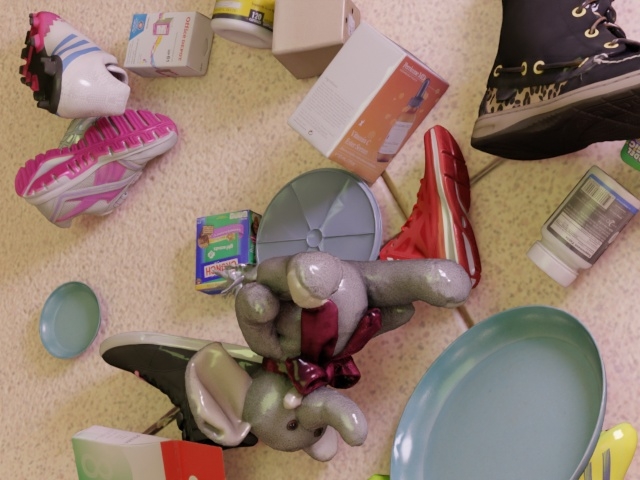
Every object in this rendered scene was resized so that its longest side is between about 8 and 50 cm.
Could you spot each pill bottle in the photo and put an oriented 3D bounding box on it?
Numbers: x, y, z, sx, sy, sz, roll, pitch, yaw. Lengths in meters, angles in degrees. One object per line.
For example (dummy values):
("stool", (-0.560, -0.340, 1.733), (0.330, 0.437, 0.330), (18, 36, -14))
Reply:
("pill bottle", (-0.089, -0.376, 2.074), (0.103, 0.103, 0.184), (10, 83, 34))
("pill bottle", (0.315, -0.015, 1.741), (0.137, 0.078, 0.078), (-51, 57, 11))

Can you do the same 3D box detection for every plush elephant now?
("plush elephant", (-0.016, 0.151, 1.782), (0.330, 0.272, 0.255), (-4, 84, 45))

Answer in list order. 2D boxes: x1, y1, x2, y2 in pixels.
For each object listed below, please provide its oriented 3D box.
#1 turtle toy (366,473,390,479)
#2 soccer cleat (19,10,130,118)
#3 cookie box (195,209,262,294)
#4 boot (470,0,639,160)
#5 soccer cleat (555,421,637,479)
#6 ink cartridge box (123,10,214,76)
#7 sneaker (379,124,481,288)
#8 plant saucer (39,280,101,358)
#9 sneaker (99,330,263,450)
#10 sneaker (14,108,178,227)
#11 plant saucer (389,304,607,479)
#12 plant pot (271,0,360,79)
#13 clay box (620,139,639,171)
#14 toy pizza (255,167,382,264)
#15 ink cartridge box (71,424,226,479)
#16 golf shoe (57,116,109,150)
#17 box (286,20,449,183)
("turtle toy", (0.099, 0.339, 1.782), (0.130, 0.095, 0.066), (34, 75, 33))
("soccer cleat", (-0.375, -0.259, 2.214), (0.331, 0.143, 0.116), (-124, 46, -59))
("cookie box", (-0.129, 0.017, 2.032), (0.092, 0.040, 0.107), (-9, 74, 29))
("boot", (0.332, -0.261, 1.724), (0.377, 0.138, 0.284), (-16, 63, 55))
("soccer cleat", (0.282, 0.338, 1.655), (0.121, 0.093, 0.289), (40, 92, 26))
("ink cartridge box", (-0.227, -0.294, 2.170), (0.122, 0.052, 0.088), (3, 79, 31))
("sneaker", (0.125, -0.033, 1.861), (0.128, 0.087, 0.221), (-16, 68, 27))
("plant saucer", (-0.370, 0.121, 2.168), (0.119, 0.021, 0.119), (-9, 72, 30))
("sneaker", (-0.194, 0.211, 1.982), (0.296, 0.104, 0.146), (4, 75, 28))
("sneaker", (-0.322, -0.105, 2.157), (0.252, 0.111, 0.103), (-25, 42, 2))
("plant saucer", (0.213, 0.223, 1.699), (0.318, 0.044, 0.317), (-34, 36, 29))
("plant pot", (-0.001, -0.293, 2.003), (0.096, 0.109, 0.109), (-1, 76, 18))
("clay box", (0.464, -0.157, 1.700), (0.127, 0.053, 0.222), (39, 100, 35))
("toy pizza", (0.000, 0.000, 1.962), (0.201, 0.032, 0.201), (-10, 71, 30))
("ink cartridge box", (-0.226, 0.352, 1.951), (0.225, 0.056, 0.181), (5, 110, 34))
("golf shoe", (-0.372, -0.143, 2.225), (0.176, 0.069, 0.086), (-41, 42, 10))
("box", (0.064, -0.181, 1.911), (0.091, 0.130, 0.170), (44, 102, 33))
